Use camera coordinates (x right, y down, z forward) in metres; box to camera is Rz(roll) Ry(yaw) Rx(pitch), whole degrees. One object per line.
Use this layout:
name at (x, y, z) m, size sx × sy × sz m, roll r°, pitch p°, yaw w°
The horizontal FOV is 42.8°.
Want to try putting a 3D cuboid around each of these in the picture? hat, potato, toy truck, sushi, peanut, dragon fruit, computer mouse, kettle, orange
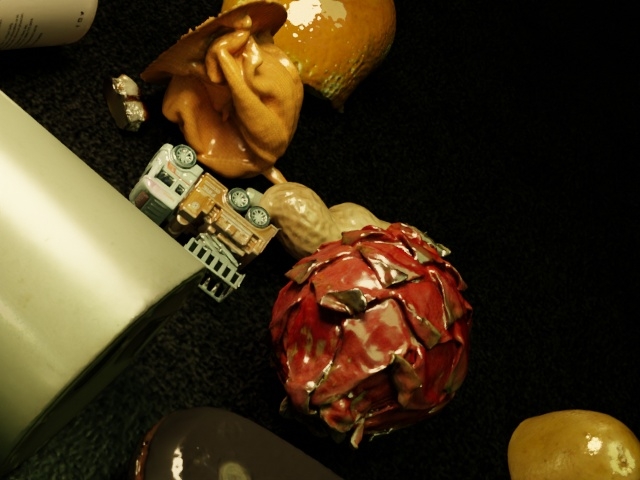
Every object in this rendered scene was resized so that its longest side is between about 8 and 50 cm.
hat at (-0.083, -0.163, 1.090) m, size 0.233 × 0.244 × 0.233 m, roll -28°, pitch 92°, yaw -40°
potato at (0.369, 0.314, 1.110) m, size 0.178 × 0.158 × 0.203 m, roll 30°, pitch 47°, yaw -16°
toy truck at (-0.153, -0.024, 1.000) m, size 0.178 × 0.080 × 0.115 m, roll 39°, pitch 51°, yaw -10°
sushi at (-0.248, -0.183, 1.070) m, size 0.046 × 0.044 × 0.083 m, roll -8°, pitch 66°, yaw -42°
peanut at (0.020, -0.006, 1.081) m, size 0.228 × 0.086 × 0.104 m, roll 19°, pitch 67°, yaw -25°
dragon fruit at (0.051, 0.108, 0.942) m, size 0.244 × 0.244 × 0.299 m, roll 49°, pitch 45°, yaw 4°
computer mouse at (-0.056, 0.287, 0.801) m, size 0.323 × 0.116 × 0.183 m, roll 38°, pitch 38°, yaw -21°
kettle at (-0.309, -0.025, 0.776) m, size 0.377 × 0.250 × 0.361 m, roll 43°, pitch 20°, yaw 0°
orange at (-0.007, -0.375, 1.347) m, size 0.262 × 0.196 × 0.334 m, roll 37°, pitch 47°, yaw 10°

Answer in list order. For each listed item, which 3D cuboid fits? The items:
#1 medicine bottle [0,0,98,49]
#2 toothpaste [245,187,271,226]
medicine bottle at (-0.414, -0.294, 0.935) m, size 0.289 × 0.157 × 0.157 m, roll -21°, pitch 73°, yaw -47°
toothpaste at (0.000, 0.000, 1.137) m, size 0.255 × 0.037 × 0.067 m, roll 31°, pitch 48°, yaw -22°
